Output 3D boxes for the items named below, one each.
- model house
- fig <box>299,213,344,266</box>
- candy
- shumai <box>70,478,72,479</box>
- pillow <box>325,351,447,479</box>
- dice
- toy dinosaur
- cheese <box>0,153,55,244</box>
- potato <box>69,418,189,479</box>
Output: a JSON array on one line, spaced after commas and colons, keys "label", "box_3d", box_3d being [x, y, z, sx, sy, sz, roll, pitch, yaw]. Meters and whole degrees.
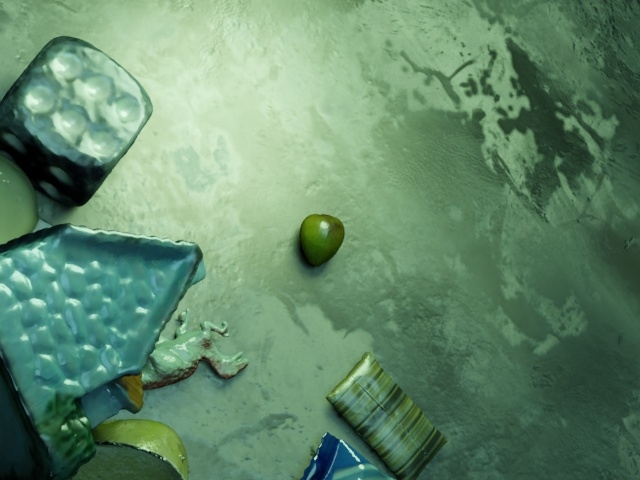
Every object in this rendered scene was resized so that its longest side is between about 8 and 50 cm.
[{"label": "model house", "box_3d": [-0.337, 0.120, 1.362, 0.339, 0.360, 0.297, -31, 100, -39]}, {"label": "fig", "box_3d": [0.000, 0.000, 1.667, 0.074, 0.074, 0.088, 12, 94, -20]}, {"label": "candy", "box_3d": [0.106, 0.452, 1.591, 0.331, 0.077, 0.187, 34, 65, -9]}, {"label": "shumai", "box_3d": [-0.342, 0.409, 1.339, 0.175, 0.166, 0.206, -46, 117, 2]}, {"label": "pillow", "box_3d": [0.109, 0.288, 1.653, 0.203, 0.038, 0.113, 47, 64, -6]}, {"label": "dice", "box_3d": [-0.365, -0.170, 1.493, 0.182, 0.183, 0.181, 35, 64, -14]}, {"label": "toy dinosaur", "box_3d": [-0.234, 0.186, 1.525, 0.242, 0.053, 0.167, -39, 100, -35]}, {"label": "cheese", "box_3d": [-0.441, -0.046, 1.470, 0.249, 0.071, 0.163, 8, 99, -26]}, {"label": "potato", "box_3d": [-0.273, 0.306, 1.442, 0.202, 0.182, 0.117, -3, 38, 11]}]
